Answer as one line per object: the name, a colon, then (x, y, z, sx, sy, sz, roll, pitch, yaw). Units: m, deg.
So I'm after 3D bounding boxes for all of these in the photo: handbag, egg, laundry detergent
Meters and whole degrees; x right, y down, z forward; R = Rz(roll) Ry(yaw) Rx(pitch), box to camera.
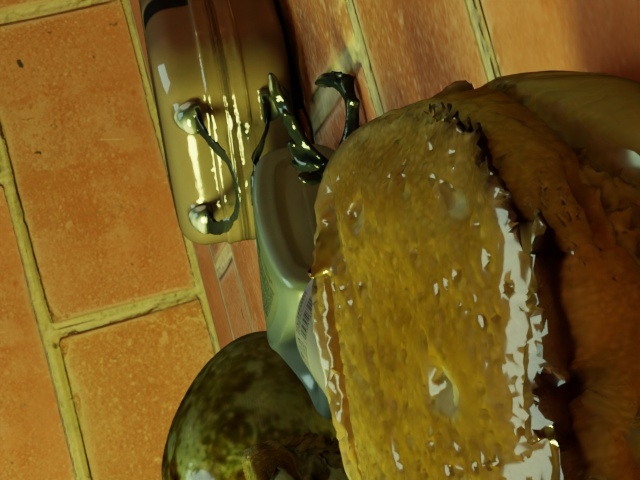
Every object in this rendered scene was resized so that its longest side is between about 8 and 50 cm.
handbag: (-0.102, -0.129, 1.711, 0.283, 0.149, 0.302, -110, 13, -47)
egg: (-0.059, 0.241, 1.766, 0.238, 0.238, 0.289, 96, 165, -64)
laundry detergent: (-0.007, 0.063, 1.586, 0.280, 0.105, 0.215, 89, 170, -48)

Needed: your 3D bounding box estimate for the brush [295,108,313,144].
brush: (0.000, 0.000, 1.750, 0.090, 0.017, 0.314, -127, 25, -60)

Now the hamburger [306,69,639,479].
hamburger: (0.108, 0.075, 0.761, 0.284, 0.174, 0.304, -155, 52, -75)

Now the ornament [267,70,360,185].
ornament: (0.020, -0.059, 1.354, 0.202, 0.080, 0.236, 90, 164, -67)

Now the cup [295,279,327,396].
cup: (0.067, 0.104, 1.162, 0.142, 0.134, 0.173, -126, 25, -60)

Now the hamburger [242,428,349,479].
hamburger: (0.031, 0.259, 1.477, 0.288, 0.168, 0.192, -113, 12, -45)
